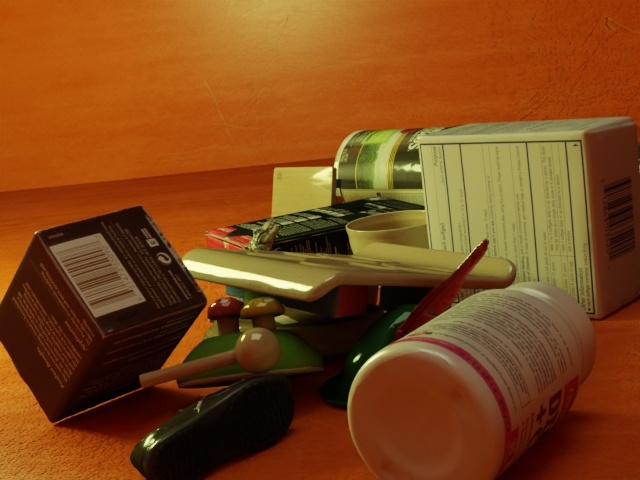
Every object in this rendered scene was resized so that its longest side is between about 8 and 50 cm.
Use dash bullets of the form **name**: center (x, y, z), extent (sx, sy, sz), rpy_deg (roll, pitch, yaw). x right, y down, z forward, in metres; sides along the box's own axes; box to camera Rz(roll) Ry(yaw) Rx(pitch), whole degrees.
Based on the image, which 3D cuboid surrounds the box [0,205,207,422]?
- **box**: center (-0.284, 0.091, 1.519), extent (0.167, 0.168, 0.203), rpy_deg (-19, -25, -44)

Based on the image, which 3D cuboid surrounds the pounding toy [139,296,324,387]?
- **pounding toy**: center (-0.100, 0.116, 1.455), extent (0.183, 0.110, 0.237), rpy_deg (-9, -10, 16)

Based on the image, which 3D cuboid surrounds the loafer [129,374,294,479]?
- **loafer**: center (-0.119, 0.199, 1.306), extent (0.078, 0.080, 0.220), rpy_deg (4, 16, 44)

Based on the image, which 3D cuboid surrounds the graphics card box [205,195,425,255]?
- **graphics card box**: center (0.000, 0.000, 2.216), extent (0.371, 0.094, 0.233), rpy_deg (-13, 12, -22)

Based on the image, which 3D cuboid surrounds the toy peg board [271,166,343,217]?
- **toy peg board**: center (-0.015, -0.066, 2.434), extent (0.161, 0.160, 0.079), rpy_deg (2, -1, 41)

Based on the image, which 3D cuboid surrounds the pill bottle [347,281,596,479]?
- **pill bottle**: center (0.165, 0.140, 1.202), extent (0.160, 0.160, 0.283), rpy_deg (0, 14, 34)

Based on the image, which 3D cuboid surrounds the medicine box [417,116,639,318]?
- **medicine box**: center (0.307, -0.038, 1.751), extent (0.289, 0.263, 0.149), rpy_deg (3, 14, 41)

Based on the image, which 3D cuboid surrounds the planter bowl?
- **planter bowl**: center (0.129, 0.018, 1.989), extent (0.162, 0.109, 0.162), rpy_deg (-8, 11, 2)

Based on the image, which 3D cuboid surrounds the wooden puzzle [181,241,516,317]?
- **wooden puzzle**: center (0.035, 0.057, 1.608), extent (0.348, 0.080, 0.322), rpy_deg (-3, 6, -38)

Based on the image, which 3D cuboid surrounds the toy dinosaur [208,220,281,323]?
- **toy dinosaur**: center (-0.087, 0.072, 1.953), extent (0.118, 0.064, 0.268), rpy_deg (15, 37, 5)

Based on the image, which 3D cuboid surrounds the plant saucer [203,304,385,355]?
- **plant saucer**: center (-0.028, 0.119, 1.689), extent (0.278, 0.041, 0.278), rpy_deg (-2, 8, 0)

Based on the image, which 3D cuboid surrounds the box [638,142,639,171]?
- **box**: center (0.682, -0.107, 2.089), extent (0.242, 0.076, 0.307), rpy_deg (13, 6, -1)

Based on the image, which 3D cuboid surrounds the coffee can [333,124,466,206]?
- **coffee can**: center (0.193, -0.136, 2.499), extent (0.275, 0.201, 0.201), rpy_deg (2, 14, 42)

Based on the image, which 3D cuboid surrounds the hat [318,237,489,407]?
- **hat**: center (0.090, 0.089, 1.456), extent (0.208, 0.183, 0.173), rpy_deg (-9, 11, -8)
